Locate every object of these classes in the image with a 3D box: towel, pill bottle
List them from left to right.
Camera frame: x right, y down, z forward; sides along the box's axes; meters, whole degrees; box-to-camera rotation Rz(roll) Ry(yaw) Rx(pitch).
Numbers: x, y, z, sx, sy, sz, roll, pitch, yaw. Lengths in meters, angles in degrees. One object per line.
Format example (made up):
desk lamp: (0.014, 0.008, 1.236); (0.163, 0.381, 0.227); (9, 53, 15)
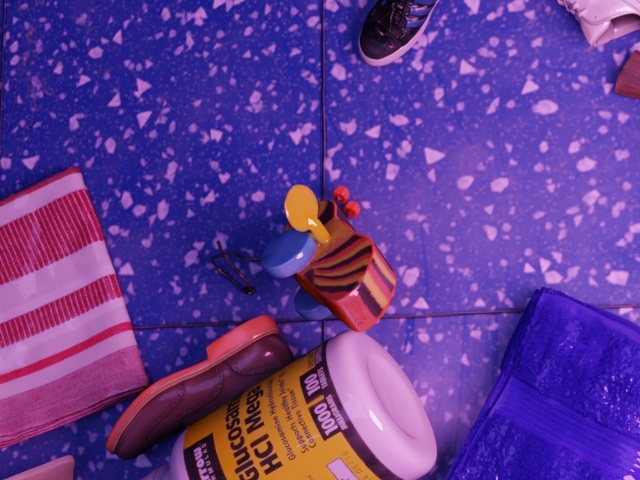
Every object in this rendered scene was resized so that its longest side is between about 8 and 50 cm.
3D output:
towel: (-0.380, 0.089, 1.770); (0.237, 0.037, 0.329); (-23, 73, 10)
pill bottle: (-0.050, 0.260, 1.527); (0.334, 0.188, 0.188); (-33, 70, 16)
towel: (0.254, 0.219, 1.432); (0.228, 0.076, 0.308); (26, 92, 44)

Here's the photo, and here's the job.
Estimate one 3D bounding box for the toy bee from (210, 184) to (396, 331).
toy bee: (0.000, 0.000, 1.565); (0.298, 0.195, 0.162); (30, 69, 36)

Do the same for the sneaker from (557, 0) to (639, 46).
sneaker: (0.307, -0.283, 1.508); (0.232, 0.090, 0.115); (20, 86, 26)

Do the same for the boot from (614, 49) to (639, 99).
boot: (0.397, -0.198, 1.491); (0.114, 0.037, 0.106); (27, 91, 30)

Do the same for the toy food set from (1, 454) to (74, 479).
toy food set: (-0.321, 0.423, 1.598); (0.306, 0.220, 0.092); (53, 136, 22)

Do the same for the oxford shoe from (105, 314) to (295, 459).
oxford shoe: (-0.149, 0.205, 1.635); (0.271, 0.097, 0.098); (-37, 75, 14)

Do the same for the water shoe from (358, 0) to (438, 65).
water shoe: (0.108, -0.305, 1.607); (0.073, 0.080, 0.203); (44, 100, 24)
